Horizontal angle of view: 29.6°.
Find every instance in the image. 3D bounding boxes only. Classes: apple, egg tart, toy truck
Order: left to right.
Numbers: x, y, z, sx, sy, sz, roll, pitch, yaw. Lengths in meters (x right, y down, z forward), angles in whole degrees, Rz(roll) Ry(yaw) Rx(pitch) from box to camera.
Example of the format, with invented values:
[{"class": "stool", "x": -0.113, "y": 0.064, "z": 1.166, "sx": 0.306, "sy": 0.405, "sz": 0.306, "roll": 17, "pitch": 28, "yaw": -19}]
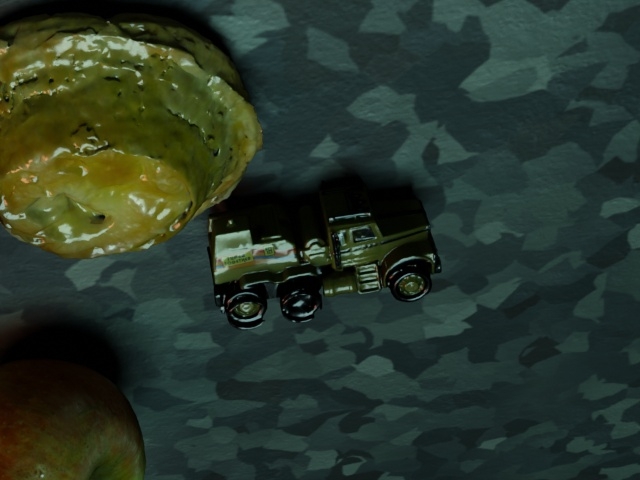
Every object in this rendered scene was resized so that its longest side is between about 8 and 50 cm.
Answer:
[{"class": "apple", "x": -0.368, "y": 0.283, "z": 1.529, "sx": 0.250, "sy": 0.277, "sz": 0.309, "roll": 24, "pitch": 130, "yaw": 22}, {"class": "egg tart", "x": -0.216, "y": -0.079, "z": 1.189, "sx": 0.341, "sy": 0.129, "sz": 0.341, "roll": -8, "pitch": 145, "yaw": -5}, {"class": "toy truck", "x": 0.002, "y": 0.003, "z": 1.359, "sx": 0.257, "sy": 0.127, "sz": 0.127, "roll": -6, "pitch": 129, "yaw": -6}]
